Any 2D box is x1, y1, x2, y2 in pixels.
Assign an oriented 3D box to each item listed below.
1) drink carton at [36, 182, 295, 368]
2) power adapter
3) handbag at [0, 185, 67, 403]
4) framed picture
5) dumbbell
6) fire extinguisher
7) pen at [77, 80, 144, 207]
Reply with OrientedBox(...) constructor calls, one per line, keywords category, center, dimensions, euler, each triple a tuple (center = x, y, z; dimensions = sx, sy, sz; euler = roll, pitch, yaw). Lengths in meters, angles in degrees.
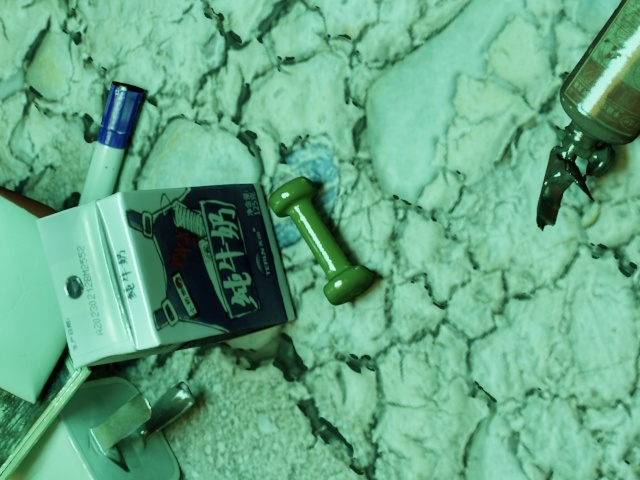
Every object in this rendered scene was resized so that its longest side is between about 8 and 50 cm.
OrientedBox(category="drink carton", center=(-0.132, 0.028, 1.470), dimensions=(0.102, 0.222, 0.134), euler=(-15, 85, 31))
OrientedBox(category="power adapter", center=(-0.207, 0.197, 1.582), dimensions=(0.205, 0.130, 0.125), euler=(-38, 74, 26))
OrientedBox(category="handbag", center=(-0.333, 0.027, 1.607), dimensions=(0.171, 0.151, 0.298), euler=(-62, 29, -5))
OrientedBox(category="framed picture", center=(-0.279, 0.136, 1.579), dimensions=(0.142, 0.011, 0.183), euler=(-52, 30, 5))
OrientedBox(category="dumbbell", center=(0.000, 0.000, 1.490), dimensions=(0.046, 0.052, 0.118), euler=(-33, 76, 5))
OrientedBox(category="fire extinguisher", center=(0.233, -0.123, 1.313), dimensions=(0.075, 0.106, 0.252), euler=(36, 111, 3))
OrientedBox(category="pen", center=(-0.220, -0.024, 1.631), dimensions=(0.033, 0.033, 0.269), euler=(25, 106, 27))
